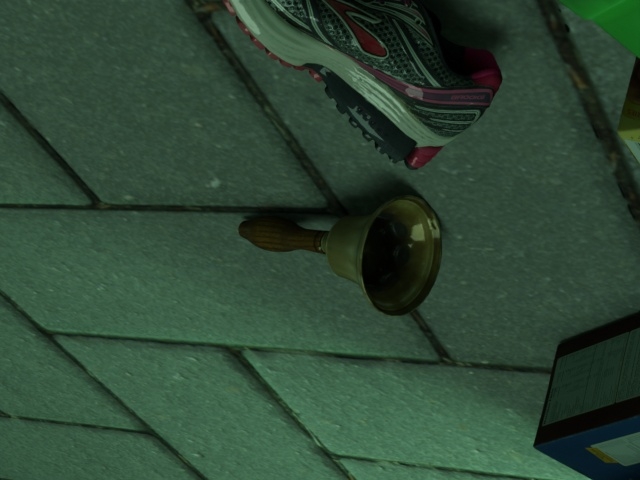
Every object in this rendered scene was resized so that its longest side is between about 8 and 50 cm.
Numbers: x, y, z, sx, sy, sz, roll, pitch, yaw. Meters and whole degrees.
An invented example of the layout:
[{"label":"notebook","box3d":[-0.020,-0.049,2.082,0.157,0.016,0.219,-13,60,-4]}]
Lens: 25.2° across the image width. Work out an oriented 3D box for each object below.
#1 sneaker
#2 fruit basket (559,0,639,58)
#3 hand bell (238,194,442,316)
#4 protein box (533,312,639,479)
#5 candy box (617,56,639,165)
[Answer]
[{"label":"sneaker","box3d":[0.020,-0.190,1.165,0.112,0.121,0.299,-39,121,25]},{"label":"fruit basket","box3d":[0.189,-0.255,0.761,0.353,0.165,0.327,58,170,-2]},{"label":"hand bell","box3d":[0.000,0.000,1.539,0.242,0.126,0.126,11,154,44]},{"label":"protein box","box3d":[0.381,0.191,1.563,0.200,0.136,0.201,29,151,-18]},{"label":"candy box","box3d":[0.326,-0.119,1.073,0.187,0.109,0.053,-6,143,40]}]
